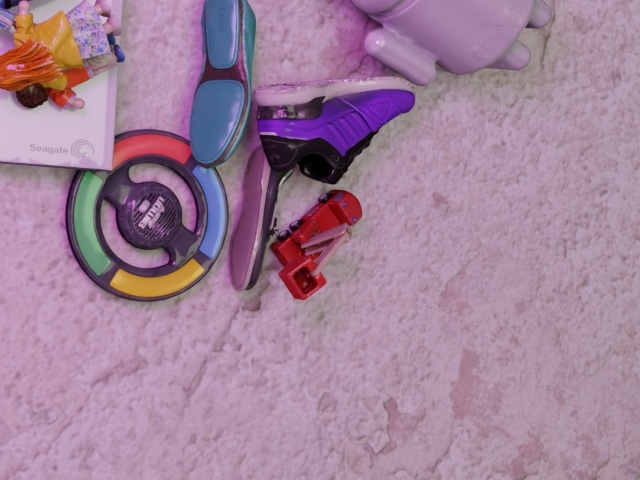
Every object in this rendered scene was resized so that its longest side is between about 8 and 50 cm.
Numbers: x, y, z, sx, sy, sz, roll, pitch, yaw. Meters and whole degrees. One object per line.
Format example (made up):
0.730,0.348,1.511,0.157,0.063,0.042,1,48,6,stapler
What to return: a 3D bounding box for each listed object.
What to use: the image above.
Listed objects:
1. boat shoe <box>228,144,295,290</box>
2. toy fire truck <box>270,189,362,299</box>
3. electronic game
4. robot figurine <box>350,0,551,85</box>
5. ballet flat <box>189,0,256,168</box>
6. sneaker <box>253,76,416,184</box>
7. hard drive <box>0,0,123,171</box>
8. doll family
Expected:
-0.076,-0.027,1.579,0.065,0.075,0.206,15,80,-32,boat shoe
0.000,0.000,1.591,0.192,0.135,0.047,-43,114,-22,toy fire truck
-0.225,-0.033,1.501,0.229,0.048,0.229,-3,95,-31,electronic game
0.170,-0.375,1.633,0.353,0.200,0.299,28,82,-30,robot figurine
-0.122,-0.214,1.530,0.087,0.083,0.247,14,80,-71,ballet flat
0.022,-0.153,1.601,0.293,0.102,0.146,-12,103,-43,sneaker
-0.360,-0.268,1.381,0.233,0.047,0.352,3,91,-23,hard drive
-0.338,-0.266,1.300,0.163,0.118,0.263,-33,104,-18,doll family
